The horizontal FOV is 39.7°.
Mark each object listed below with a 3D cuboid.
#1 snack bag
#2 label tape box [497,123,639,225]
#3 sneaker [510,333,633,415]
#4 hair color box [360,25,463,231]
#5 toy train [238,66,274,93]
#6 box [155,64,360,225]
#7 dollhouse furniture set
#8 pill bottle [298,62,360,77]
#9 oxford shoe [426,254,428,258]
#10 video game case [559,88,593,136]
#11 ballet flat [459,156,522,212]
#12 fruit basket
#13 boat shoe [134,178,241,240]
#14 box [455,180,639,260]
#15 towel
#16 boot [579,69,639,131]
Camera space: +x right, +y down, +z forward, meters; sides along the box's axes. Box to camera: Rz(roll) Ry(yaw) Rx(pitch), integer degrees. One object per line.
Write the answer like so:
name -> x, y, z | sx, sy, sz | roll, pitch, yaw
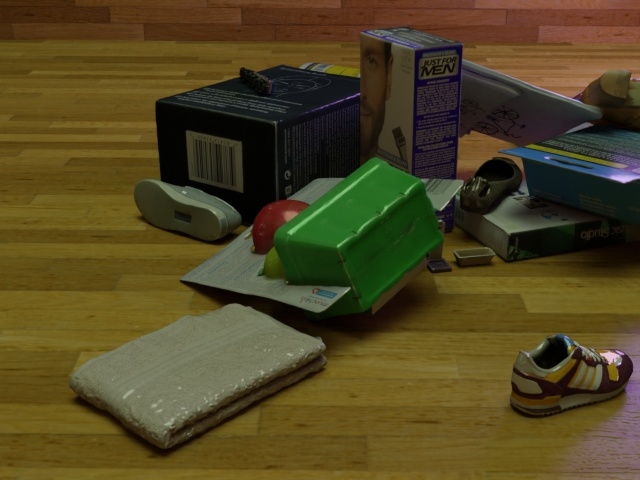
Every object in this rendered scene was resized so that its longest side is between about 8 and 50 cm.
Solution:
snack bag -> 0.329, -0.254, 1.737 | 0.342, 0.037, 0.323 | 17, -10, -9
label tape box -> 0.493, -0.109, 1.532 | 0.333, 0.106, 0.240 | -18, 28, -40
sneaker -> 0.314, 0.151, 1.082 | 0.185, 0.084, 0.069 | -13, 26, -29
hair color box -> 0.155, -0.194, 1.579 | 0.110, 0.339, 0.185 | -11, 25, -24
toy train -> -0.122, -0.308, 1.713 | 0.036, 0.027, 0.158 | 3, 20, -23
box -> -0.081, -0.198, 1.753 | 0.293, 0.212, 0.395 | 15, 28, 33
dollhouse furniture set -> 0.224, -0.006, 1.463 | 0.114, 0.081, 0.091 | -4, 23, -11
pill bottle -> 0.098, -0.295, 2.020 | 0.333, 0.188, 0.188 | 14, 26, 30
oxford shoe -> 0.066, -0.011, 1.477 | 0.096, 0.083, 0.227 | -23, 30, -35
video game case -> 0.557, -0.247, 1.986 | 0.204, 0.025, 0.285 | -32, 20, 11
ballet flat -> 0.311, -0.115, 1.613 | 0.084, 0.058, 0.250 | 11, 25, 25
fruit basket -> 0.000, 0.000, 1.351 | 0.327, 0.165, 0.353 | -39, 22, -31
boat shoe -> -0.239, -0.056, 1.602 | 0.227, 0.079, 0.081 | 22, 21, 32
box -> 0.418, -0.049, 1.605 | 0.322, 0.059, 0.232 | -9, 24, -17
towel -> -0.144, 0.157, 1.111 | 0.187, 0.049, 0.282 | 19, 29, 39
boot -> 0.636, -0.238, 1.658 | 0.295, 0.104, 0.211 | 19, -3, 9
